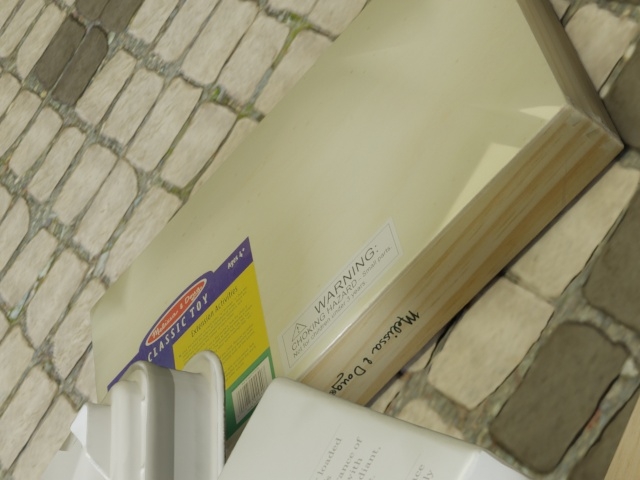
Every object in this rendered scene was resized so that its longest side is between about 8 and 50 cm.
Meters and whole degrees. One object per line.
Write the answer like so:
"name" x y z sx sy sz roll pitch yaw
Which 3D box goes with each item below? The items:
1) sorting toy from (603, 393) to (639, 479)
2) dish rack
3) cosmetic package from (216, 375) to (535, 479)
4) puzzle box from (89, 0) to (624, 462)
"sorting toy" 0.221 0.105 0.702 0.255 0.089 0.257 2 64 59
"dish rack" -0.135 0.245 1.059 0.285 0.072 0.333 125 152 -43
"cosmetic package" 0.040 0.172 0.860 0.151 0.151 0.184 -61 28 -8
"puzzle box" 0.000 0.000 1.213 0.409 0.052 0.272 -46 30 21
